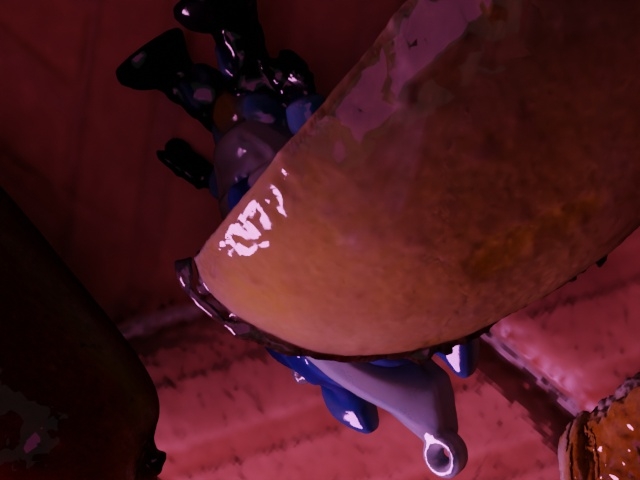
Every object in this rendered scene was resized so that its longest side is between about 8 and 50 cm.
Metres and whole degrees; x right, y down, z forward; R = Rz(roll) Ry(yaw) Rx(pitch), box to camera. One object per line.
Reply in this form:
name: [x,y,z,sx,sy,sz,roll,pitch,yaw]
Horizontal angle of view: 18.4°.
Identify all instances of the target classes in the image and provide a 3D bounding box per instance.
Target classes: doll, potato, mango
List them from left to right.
mango: [-0.170,0.021,0.731,0.267,0.111,0.133,46,114,9]
doll: [0.000,0.000,0.718,0.096,0.070,0.195,-35,85,43]
potato: [0.077,-0.056,0.639,0.120,0.100,0.261,39,83,2]

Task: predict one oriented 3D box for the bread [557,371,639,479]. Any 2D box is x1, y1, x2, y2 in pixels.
bread: [0.155,0.084,0.705,0.126,0.044,0.129,46,106,5]
